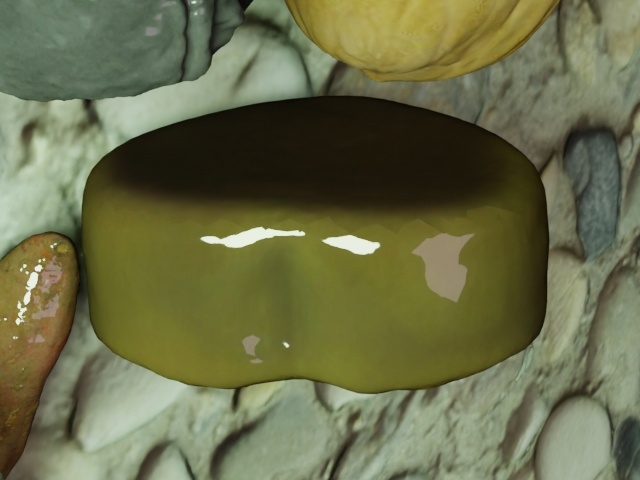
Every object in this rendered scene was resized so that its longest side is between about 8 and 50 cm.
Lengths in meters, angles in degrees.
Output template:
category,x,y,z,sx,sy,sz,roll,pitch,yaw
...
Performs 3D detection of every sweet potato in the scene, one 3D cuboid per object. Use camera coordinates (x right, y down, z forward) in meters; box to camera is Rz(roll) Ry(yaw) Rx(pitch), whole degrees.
category,x,y,z,sx,sy,sz,roll,pitch,yaw
sweet potato,-0.172,0.092,0.678,0.050,0.050,0.214,13,102,-47

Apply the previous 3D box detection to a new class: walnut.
category,x,y,z,sx,sy,sz,roll,pitch,yaw
walnut,0.062,-0.194,0.703,0.193,0.193,0.225,8,100,-47

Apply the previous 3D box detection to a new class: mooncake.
category,x,y,z,sx,sy,sz,roll,pitch,yaw
mooncake,0.000,0.000,0.697,0.235,0.235,0.117,-19,115,-40

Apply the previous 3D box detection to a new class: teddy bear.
category,x,y,z,sx,sy,sz,roll,pitch,yaw
teddy bear,-0.079,-0.168,0.518,0.144,0.171,0.251,-47,157,-41

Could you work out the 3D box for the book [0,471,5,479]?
category,x,y,z,sx,sy,sz,roll,pitch,yaw
book,-0.216,0.235,0.584,0.208,0.020,0.295,91,21,-57
